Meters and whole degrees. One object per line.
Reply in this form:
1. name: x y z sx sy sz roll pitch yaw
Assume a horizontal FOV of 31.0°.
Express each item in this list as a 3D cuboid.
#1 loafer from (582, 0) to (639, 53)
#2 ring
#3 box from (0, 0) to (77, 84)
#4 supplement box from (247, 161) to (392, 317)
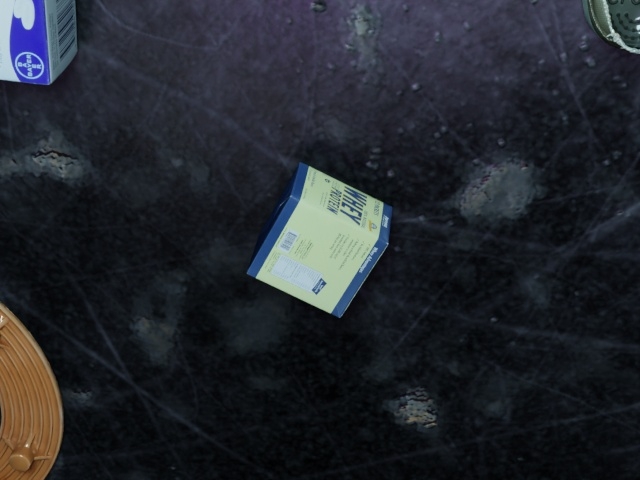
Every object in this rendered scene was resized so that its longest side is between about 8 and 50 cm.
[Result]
1. loafer: 0.213 -0.227 0.712 0.094 0.087 0.251 0 122 8
2. ring: -0.404 0.146 1.069 0.336 0.032 0.337 4 122 6
3. box: -0.249 -0.185 0.813 0.137 0.072 0.126 7 122 4
4. supplement box: 0.000 0.000 0.904 0.083 0.056 0.083 26 122 -9
